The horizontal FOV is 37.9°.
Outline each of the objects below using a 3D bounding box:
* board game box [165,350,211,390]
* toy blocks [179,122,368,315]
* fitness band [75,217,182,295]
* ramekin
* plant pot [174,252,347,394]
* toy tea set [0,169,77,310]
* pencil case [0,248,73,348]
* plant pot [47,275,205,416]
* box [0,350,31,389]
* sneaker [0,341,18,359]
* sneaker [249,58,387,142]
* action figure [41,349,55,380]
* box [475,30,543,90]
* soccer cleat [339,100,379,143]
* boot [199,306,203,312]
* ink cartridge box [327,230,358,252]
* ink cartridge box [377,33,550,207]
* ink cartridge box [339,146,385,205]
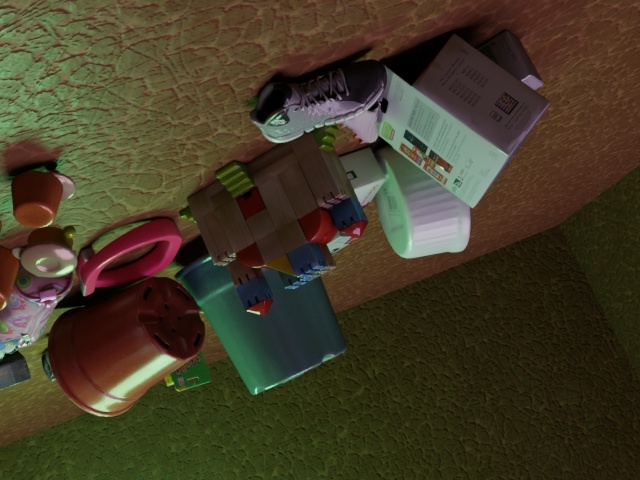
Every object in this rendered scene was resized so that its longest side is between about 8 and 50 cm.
[{"bbox_3d":[-0.370,0.252,2.357,0.039,0.259,0.124,-33,165,37],"label":"board game box"},{"bbox_3d":[-0.069,-0.027,1.768,0.381,0.260,0.191,-29,167,18],"label":"toy blocks"},{"bbox_3d":[-0.394,0.035,1.912,0.209,0.054,0.291,-22,169,-25],"label":"fitness band"},{"bbox_3d":[0.210,-0.093,2.021,0.135,0.277,0.277,-15,166,-10],"label":"ramekin"},{"bbox_3d":[-0.119,0.161,2.191,0.341,0.334,0.341,-25,175,-2],"label":"plant pot"},{"bbox_3d":[-0.497,-0.011,1.462,0.336,0.124,0.200,-26,139,21],"label":"toy tea set"},{"bbox_3d":[-0.551,0.111,1.764,0.124,0.124,0.284,-16,164,-33],"label":"pencil case"},{"bbox_3d":[-0.421,0.222,2.096,0.265,0.272,0.272,-30,166,30],"label":"plant pot"},{"bbox_3d":[-0.780,0.316,2.167,0.183,0.056,0.231,-20,-174,-21],"label":"box"},{"bbox_3d":[-0.724,0.220,2.032,0.081,0.080,0.211,20,145,-33],"label":"sneaker"},{"bbox_3d":[-0.009,-0.227,1.468,0.229,0.086,0.132,-27,165,14],"label":"sneaker"},{"bbox_3d":[-0.620,0.278,2.385,0.185,0.099,0.285,-9,158,-34],"label":"action figure"},{"bbox_3d":[0.342,-0.315,1.720,0.087,0.101,0.102,-30,166,22],"label":"box"},{"bbox_3d":[0.080,-0.225,1.688,0.076,0.068,0.196,-31,163,15],"label":"soccer cleat"},{"bbox_3d":[-0.238,0.142,2.554,0.262,0.095,0.203,-26,169,-13],"label":"boot"},{"bbox_3d":[0.000,0.000,2.448,0.175,0.072,0.127,-31,167,25],"label":"ink cartridge box"},{"bbox_3d":[0.234,-0.226,1.689,0.130,0.272,0.309,-51,173,-12],"label":"ink cartridge box"},{"bbox_3d":[0.018,-0.109,1.999,0.203,0.085,0.148,-20,166,-21],"label":"ink cartridge box"}]
